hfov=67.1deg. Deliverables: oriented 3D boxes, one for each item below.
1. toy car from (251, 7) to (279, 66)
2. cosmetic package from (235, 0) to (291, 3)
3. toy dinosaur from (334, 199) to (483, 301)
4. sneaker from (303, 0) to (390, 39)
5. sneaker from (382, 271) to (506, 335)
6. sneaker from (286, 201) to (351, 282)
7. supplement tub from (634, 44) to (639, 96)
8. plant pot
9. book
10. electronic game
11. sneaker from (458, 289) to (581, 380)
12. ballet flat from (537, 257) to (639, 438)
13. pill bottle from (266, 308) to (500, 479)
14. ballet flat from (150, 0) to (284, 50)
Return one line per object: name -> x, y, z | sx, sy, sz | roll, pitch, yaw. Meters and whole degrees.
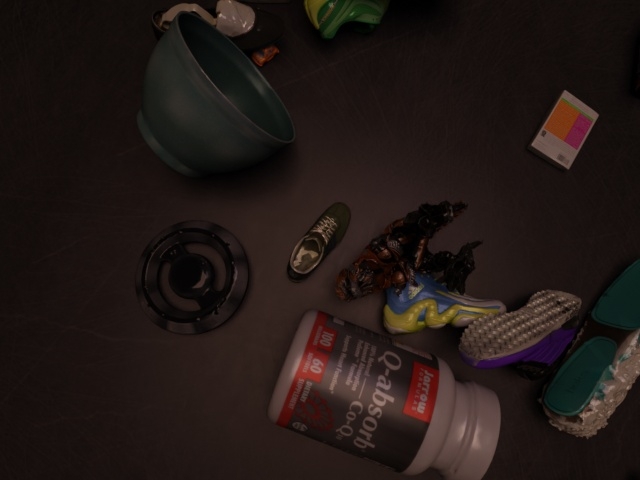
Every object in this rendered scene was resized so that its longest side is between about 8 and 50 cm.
toy car -> -0.135, -0.443, 1.044 | 0.060, 0.040, 0.122 | -23, 83, -5
cosmetic package -> -0.134, -0.617, 0.944 | 0.153, 0.296, 0.129 | 1, 80, -3
toy dinosaur -> 0.168, 0.002, 0.910 | 0.164, 0.218, 0.322 | 42, 66, -20
sneaker -> 0.100, -0.521, 1.044 | 0.295, 0.109, 0.123 | -29, 119, -15
sneaker -> 0.237, 0.110, 0.940 | 0.240, 0.091, 0.126 | -7, 77, -5
sneaker -> 0.000, 0.000, 0.952 | 0.064, 0.086, 0.192 | 36, 81, 4
supplement tub -> 0.741, -0.409, 1.029 | 0.106, 0.106, 0.198 | 13, 81, 1
plant pot -> -0.216, -0.241, 0.910 | 0.196, 0.293, 0.293 | -37, 83, 20
book -> 0.520, -0.233, 1.033 | 0.096, 0.035, 0.144 | 33, 82, 1
electronic game -> -0.254, 0.071, 0.954 | 0.229, 0.048, 0.229 | -1, 76, 5
sneaker -> 0.374, 0.201, 0.884 | 0.293, 0.102, 0.146 | -15, 113, -29
ballet flat -> 0.577, 0.205, 0.931 | 0.147, 0.147, 0.409 | 41, 85, 5
pill bottle -> 0.106, 0.277, 0.849 | 0.363, 0.210, 0.210 | 20, 81, 2
ballet flat -> -0.218, -0.442, 0.990 | 0.280, 0.096, 0.095 | -1, 78, 9
